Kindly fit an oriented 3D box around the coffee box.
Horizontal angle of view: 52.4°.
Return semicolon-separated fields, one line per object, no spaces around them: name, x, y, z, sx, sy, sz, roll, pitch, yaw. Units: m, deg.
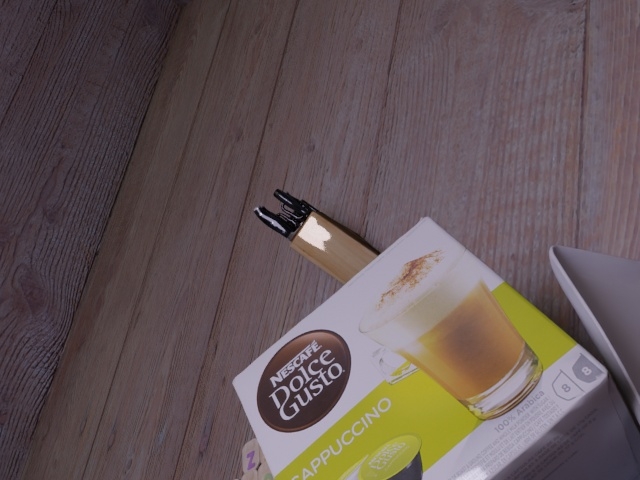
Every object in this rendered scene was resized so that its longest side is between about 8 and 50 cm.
coffee box;0.154;0.245;0.808;0.338;0.338;0.334;-40;38;1

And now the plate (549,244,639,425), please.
plate;0.401;0.132;0.716;0.278;0.277;0.045;-103;31;-43

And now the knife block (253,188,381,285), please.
knife block;0.000;0.000;1.310;0.088;0.242;0.276;-57;36;8

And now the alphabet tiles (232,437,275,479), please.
alphabet tiles;-0.098;0.503;1.282;0.284;0.021;0.278;-38;42;29
